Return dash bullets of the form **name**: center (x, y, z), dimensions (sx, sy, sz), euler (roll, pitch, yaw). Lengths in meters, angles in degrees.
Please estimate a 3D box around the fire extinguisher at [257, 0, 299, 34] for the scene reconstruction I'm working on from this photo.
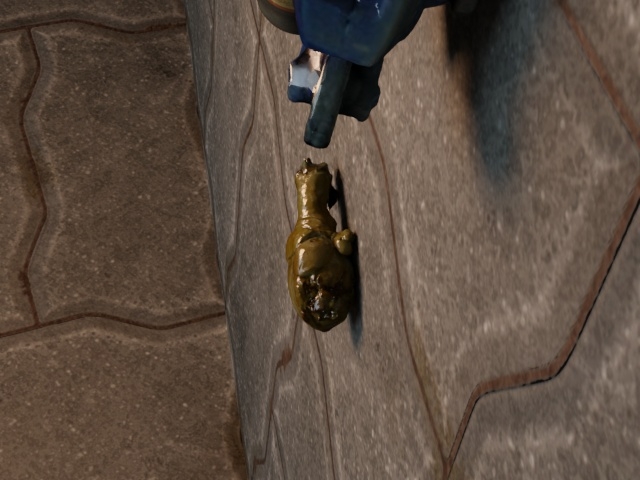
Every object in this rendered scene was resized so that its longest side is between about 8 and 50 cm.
- **fire extinguisher**: center (-0.051, -0.338, 1.088), dimensions (0.376, 0.200, 0.113), euler (94, -173, -76)

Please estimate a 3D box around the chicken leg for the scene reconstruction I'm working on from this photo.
- **chicken leg**: center (0.000, 0.000, 1.370), dimensions (0.103, 0.088, 0.228), euler (95, 175, -80)

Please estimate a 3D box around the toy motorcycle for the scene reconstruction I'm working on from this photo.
- **toy motorcycle**: center (0.061, -0.240, 0.860), dimensions (0.182, 0.241, 0.319), euler (38, 141, 17)
